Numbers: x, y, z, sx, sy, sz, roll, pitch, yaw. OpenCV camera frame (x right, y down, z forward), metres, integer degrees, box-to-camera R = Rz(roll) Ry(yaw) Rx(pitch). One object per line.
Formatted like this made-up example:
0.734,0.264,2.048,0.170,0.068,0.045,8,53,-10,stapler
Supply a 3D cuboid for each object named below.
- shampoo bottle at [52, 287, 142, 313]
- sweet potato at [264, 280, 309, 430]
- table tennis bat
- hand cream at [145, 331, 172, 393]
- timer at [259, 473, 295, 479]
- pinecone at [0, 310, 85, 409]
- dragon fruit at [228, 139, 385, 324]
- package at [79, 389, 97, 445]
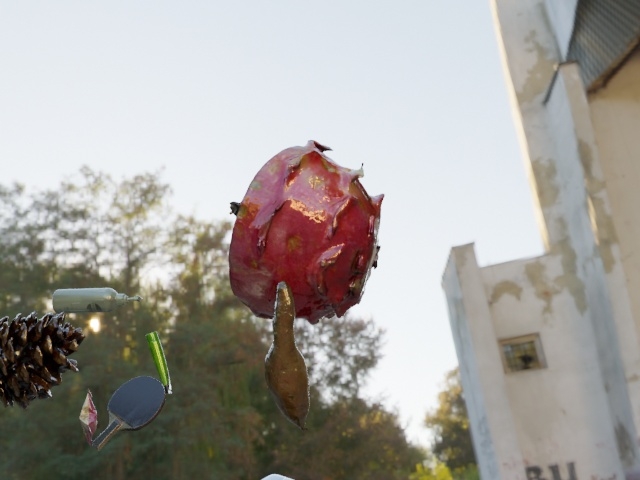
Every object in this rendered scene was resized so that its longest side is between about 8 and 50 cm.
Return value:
-0.498,0.133,1.704,0.195,0.056,0.056,-3,-22,9,shampoo bottle
-0.060,0.204,1.278,0.074,0.270,0.075,-6,12,1,sweet potato
-0.478,0.427,1.884,0.130,0.220,0.019,28,-31,25,table tennis bat
-0.308,0.236,1.463,0.023,0.122,0.036,-18,-12,-6,hand cream
-0.110,0.543,1.202,0.115,0.309,0.340,13,-3,16,timer
-0.565,0.226,1.478,0.204,0.179,0.184,-21,9,-32,pinecone
0.000,0.000,1.541,0.248,0.387,0.371,18,0,27,dragon fruit
-0.403,0.308,1.327,0.029,0.083,0.059,-2,-43,-13,package
